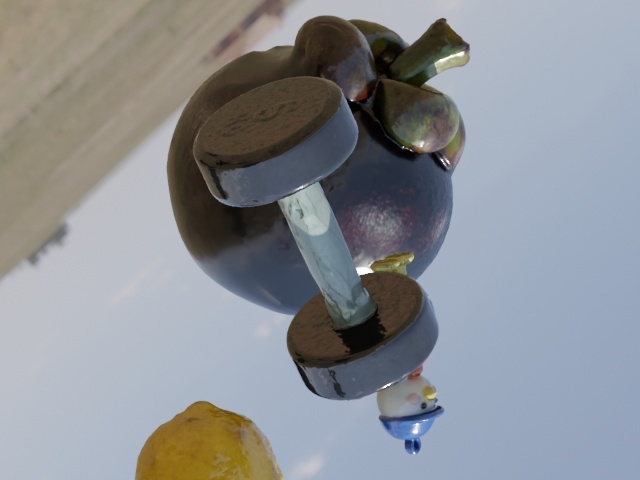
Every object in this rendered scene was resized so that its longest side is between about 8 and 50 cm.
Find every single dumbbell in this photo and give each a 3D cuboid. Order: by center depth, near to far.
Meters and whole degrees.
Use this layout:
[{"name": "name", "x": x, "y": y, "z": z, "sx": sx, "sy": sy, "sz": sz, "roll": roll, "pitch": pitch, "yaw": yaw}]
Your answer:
[{"name": "dumbbell", "x": 0.000, "y": 0.000, "z": 1.122, "sx": 0.100, "sy": 0.191, "sz": 0.100, "roll": -18, "pitch": -150, "yaw": 11}]

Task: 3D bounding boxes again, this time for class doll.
[{"name": "doll", "x": 0.057, "y": 0.081, "z": 1.261, "sx": 0.058, "sy": 0.143, "sz": 0.099, "roll": -3, "pitch": -174, "yaw": 31}]

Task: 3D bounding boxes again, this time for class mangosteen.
[{"name": "mangosteen", "x": -0.008, "y": -0.074, "z": 1.758, "sx": 0.297, "sy": 0.297, "sz": 0.313, "roll": -48, "pitch": 159, "yaw": -35}]

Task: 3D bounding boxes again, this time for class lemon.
[{"name": "lemon", "x": -0.082, "y": 0.197, "z": 1.332, "sx": 0.114, "sy": 0.155, "sz": 0.114, "roll": -7, "pitch": 175, "yaw": -1}]
